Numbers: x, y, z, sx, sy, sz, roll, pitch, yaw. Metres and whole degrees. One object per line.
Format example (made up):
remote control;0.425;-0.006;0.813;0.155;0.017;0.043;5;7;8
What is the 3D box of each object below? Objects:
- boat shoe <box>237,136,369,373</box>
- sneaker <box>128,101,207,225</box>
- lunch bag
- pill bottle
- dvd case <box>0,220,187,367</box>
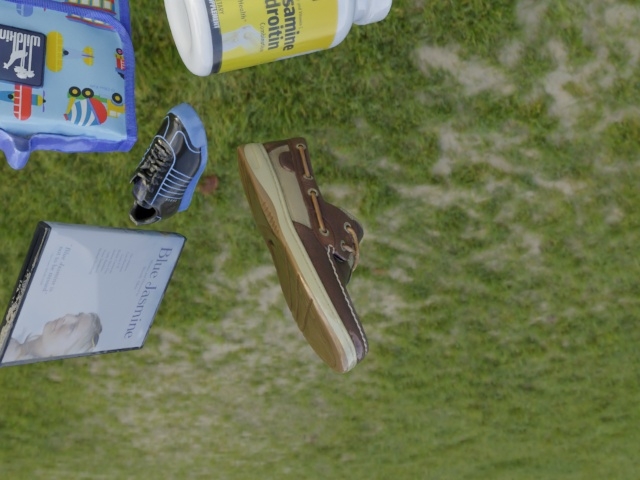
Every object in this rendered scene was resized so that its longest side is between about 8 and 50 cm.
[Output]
boat shoe;0.000;0.000;0.932;0.123;0.342;0.123;-17;146;-14
sneaker;-0.235;-0.104;1.107;0.090;0.081;0.232;-31;158;-35
lunch bag;-0.308;-0.190;0.729;0.220;0.293;0.138;4;146;-30
pill bottle;-0.035;-0.210;0.637;0.184;0.103;0.103;-18;146;-18
dvd case;-0.285;0.068;0.941;0.253;0.022;0.180;5;110;-63
